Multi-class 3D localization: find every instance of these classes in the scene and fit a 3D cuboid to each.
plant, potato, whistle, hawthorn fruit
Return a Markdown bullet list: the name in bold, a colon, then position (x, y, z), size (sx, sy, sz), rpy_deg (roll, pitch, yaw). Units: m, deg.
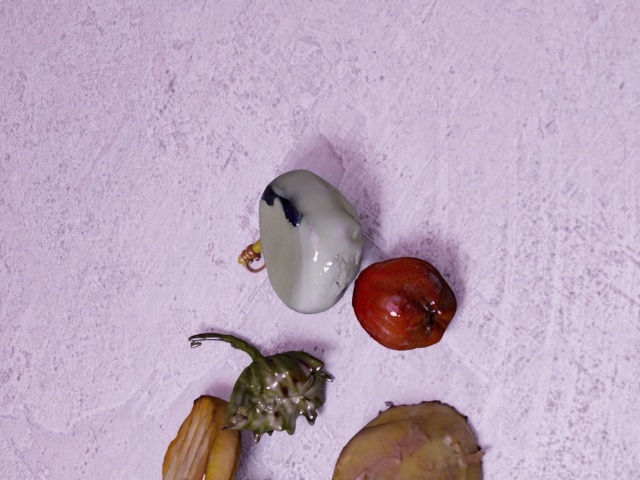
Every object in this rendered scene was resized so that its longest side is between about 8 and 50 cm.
- **plant**: position (-0.130, 0.250, 1.605), size (0.180, 0.251, 0.333), rpy_deg (92, 155, -44)
- **potato**: position (0.129, 0.449, 1.385), size (0.300, 0.237, 0.289), rpy_deg (-3, 86, 31)
- **whistle**: position (-0.138, 0.028, 1.694), size (0.109, 0.057, 0.046), rpy_deg (-43, 22, 32)
- **hawthorn fruit**: position (0.145, 0.117, 1.436), size (0.202, 0.185, 0.185), rpy_deg (13, 95, 48)

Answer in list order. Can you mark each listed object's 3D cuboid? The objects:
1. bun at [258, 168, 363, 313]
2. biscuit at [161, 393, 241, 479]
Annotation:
- **bun**: position (0.000, 0.000, 1.510), size (0.293, 0.187, 0.293), rpy_deg (171, 90, -70)
- **biscuit**: position (-0.256, 0.484, 1.634), size (0.296, 0.101, 0.296), rpy_deg (-51, 25, 35)
